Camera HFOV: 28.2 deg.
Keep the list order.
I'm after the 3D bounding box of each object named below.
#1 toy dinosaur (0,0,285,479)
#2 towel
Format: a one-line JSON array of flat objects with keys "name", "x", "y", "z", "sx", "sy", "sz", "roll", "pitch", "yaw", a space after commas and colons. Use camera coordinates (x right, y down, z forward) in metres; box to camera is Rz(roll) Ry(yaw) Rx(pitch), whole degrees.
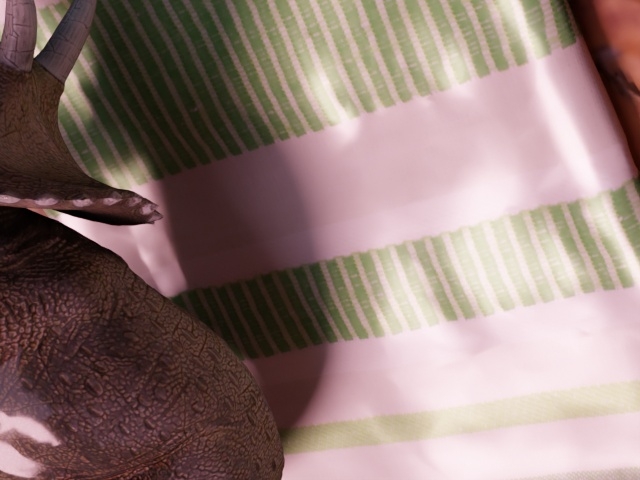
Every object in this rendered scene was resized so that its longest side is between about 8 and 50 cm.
[{"name": "toy dinosaur", "x": -0.086, "y": 0.065, "z": 0.453, "sx": 0.160, "sy": 0.121, "sz": 0.313, "roll": -23, "pitch": 114, "yaw": 17}, {"name": "towel", "x": 0.000, "y": 0.000, "z": 0.469, "sx": 0.248, "sy": 0.038, "sz": 0.324, "roll": -16, "pitch": 107, "yaw": 37}]
